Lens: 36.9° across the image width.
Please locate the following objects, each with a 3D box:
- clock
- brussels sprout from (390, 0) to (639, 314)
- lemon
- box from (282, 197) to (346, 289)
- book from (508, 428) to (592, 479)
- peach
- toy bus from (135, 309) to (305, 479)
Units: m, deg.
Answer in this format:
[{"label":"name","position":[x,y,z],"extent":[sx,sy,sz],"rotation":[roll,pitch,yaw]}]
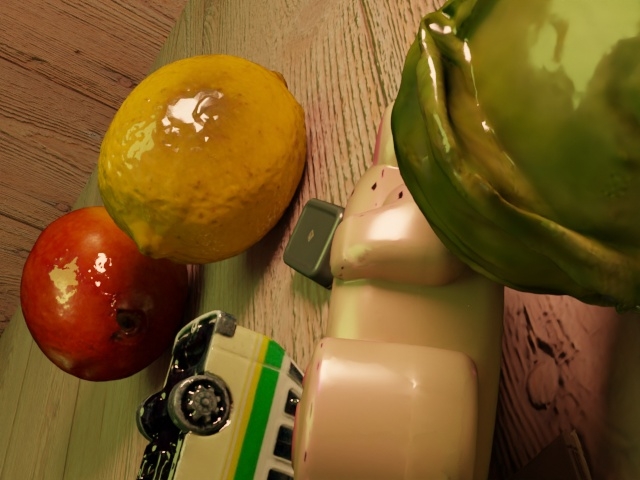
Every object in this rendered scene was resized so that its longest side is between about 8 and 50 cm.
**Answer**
[{"label":"clock","position":[0.050,0.081,0.644],"extent":[0.284,0.114,0.309],"rotation":[91,-173,-52]},{"label":"brussels sprout","position":[0.174,-0.091,0.492],"extent":[0.294,0.227,0.259],"rotation":[-35,-13,-47]},{"label":"lemon","position":[-0.146,-0.109,1.224],"extent":[0.310,0.253,0.253],"rotation":[-56,18,-21]},{"label":"box","position":[0.000,0.000,1.062],"extent":[0.091,0.031,0.126],"rotation":[-65,21,2]},{"label":"book","position":[0.131,0.219,0.568],"extent":[0.127,0.014,0.182],"rotation":[-52,26,31]},{"label":"peach","position":[-0.319,0.077,1.455],"extent":[0.281,0.238,0.281],"rotation":[-14,40,12]},{"label":"toy bus","position":[-0.091,0.220,0.873],"extent":[0.133,0.164,0.276],"rotation":[-29,42,59]}]
